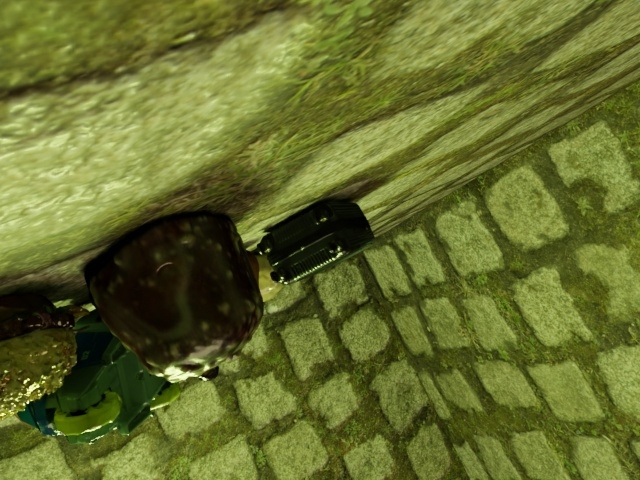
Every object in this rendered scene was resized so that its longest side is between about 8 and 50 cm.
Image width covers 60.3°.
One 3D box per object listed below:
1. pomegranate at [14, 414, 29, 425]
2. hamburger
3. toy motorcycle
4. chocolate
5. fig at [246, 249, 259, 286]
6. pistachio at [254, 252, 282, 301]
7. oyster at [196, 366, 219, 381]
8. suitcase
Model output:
[{"bbox_3d":[-0.513,0.262,1.058,0.191,0.191,0.191,-26,175,-3],"label":"pomegranate"},{"bbox_3d":[-0.432,0.166,0.725,0.243,0.139,0.261,-27,174,11],"label":"hamburger"},{"bbox_3d":[-0.376,0.229,0.914,0.199,0.191,0.326,-7,-170,8],"label":"toy motorcycle"},{"bbox_3d":[-0.195,0.099,0.843,0.225,0.210,0.340,-28,175,-3],"label":"chocolate"},{"bbox_3d":[-0.188,0.093,1.269,0.119,0.153,0.119,-17,-155,8],"label":"fig"},{"bbox_3d":[-0.171,0.100,1.467,0.223,0.126,0.152,-32,-152,51],"label":"pistachio"},{"bbox_3d":[-0.415,0.270,1.238,0.360,0.096,0.221,-2,-159,-31],"label":"oyster"},{"bbox_3d":[0.000,0.000,1.264,0.202,0.128,0.312,-28,175,18],"label":"suitcase"}]
